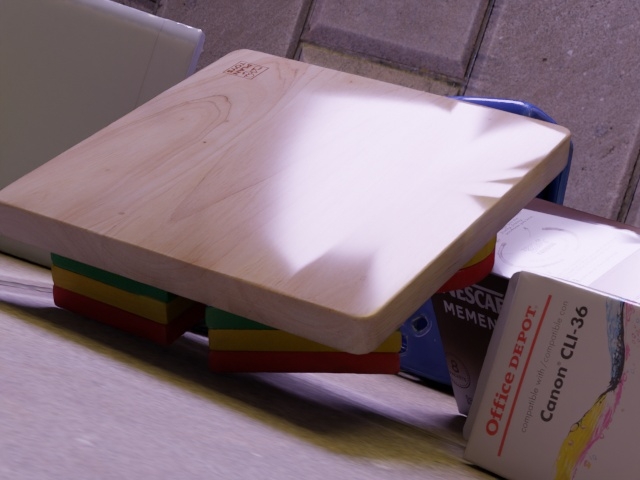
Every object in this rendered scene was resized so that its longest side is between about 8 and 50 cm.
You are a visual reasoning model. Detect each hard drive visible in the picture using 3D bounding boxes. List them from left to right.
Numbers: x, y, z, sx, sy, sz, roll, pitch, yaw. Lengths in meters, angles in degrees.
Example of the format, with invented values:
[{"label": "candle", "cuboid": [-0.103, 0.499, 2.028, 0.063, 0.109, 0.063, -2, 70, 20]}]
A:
[{"label": "hard drive", "cuboid": [-0.264, -0.107, 1.154, 0.307, 0.203, 0.040, 18, 2, 1]}]

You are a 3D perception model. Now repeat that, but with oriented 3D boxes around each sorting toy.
[{"label": "sorting toy", "cuboid": [-0.016, -0.009, 0.945, 0.255, 0.089, 0.257, 17, 34, 28]}]

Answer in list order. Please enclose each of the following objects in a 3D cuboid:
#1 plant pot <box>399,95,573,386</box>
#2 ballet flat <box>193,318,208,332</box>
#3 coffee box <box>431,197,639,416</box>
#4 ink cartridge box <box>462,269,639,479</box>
[{"label": "plant pot", "cuboid": [0.078, -0.006, 1.318, 0.212, 0.236, 0.236, 11, 0, 17]}, {"label": "ballet flat", "cuboid": [-0.081, 0.037, 1.072, 0.173, 0.049, 0.057, 18, 3, -16]}, {"label": "coffee box", "cuboid": [0.191, 0.071, 0.985, 0.098, 0.141, 0.246, -30, 31, -29]}, {"label": "ink cartridge box", "cuboid": [0.155, 0.088, 0.839, 0.198, 0.115, 0.067, 18, 2, 39]}]
